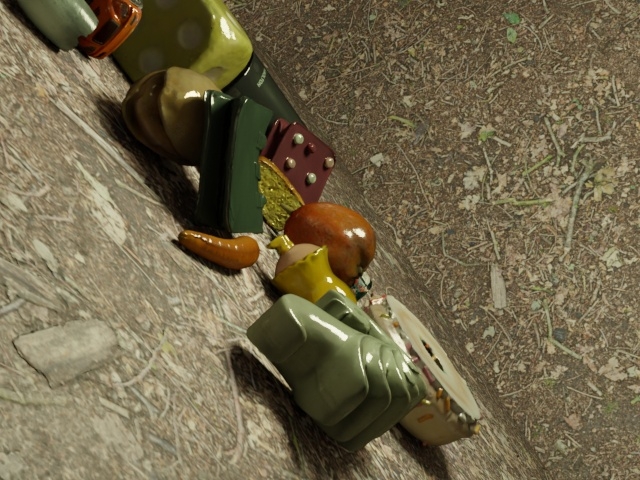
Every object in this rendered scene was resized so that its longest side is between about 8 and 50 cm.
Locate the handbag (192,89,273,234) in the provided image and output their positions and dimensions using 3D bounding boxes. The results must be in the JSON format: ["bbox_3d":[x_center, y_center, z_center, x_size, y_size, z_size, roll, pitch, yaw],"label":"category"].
[{"bbox_3d":[-0.153,-0.138,1.698,0.260,0.079,0.247,2,94,-79],"label":"handbag"}]

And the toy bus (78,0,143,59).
[{"bbox_3d":[-0.477,-0.504,1.738,0.329,0.143,0.153,57,21,19],"label":"toy bus"}]

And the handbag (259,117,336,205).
[{"bbox_3d":[-0.066,-0.165,2.234,0.074,0.216,0.203,11,-17,42],"label":"handbag"}]

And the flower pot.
[{"bbox_3d":[0.032,0.209,1.510,0.254,0.164,0.367,49,9,12],"label":"flower pot"}]

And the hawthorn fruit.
[{"bbox_3d":[0.000,0.000,2.062,0.251,0.199,0.199,39,6,15],"label":"hawthorn fruit"}]

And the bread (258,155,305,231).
[{"bbox_3d":[-0.113,-0.108,2.110,0.187,0.103,0.065,45,13,-30],"label":"bread"}]

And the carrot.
[{"bbox_3d":[-0.165,0.018,1.589,0.271,0.062,0.066,4,82,-72],"label":"carrot"}]

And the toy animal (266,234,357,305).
[{"bbox_3d":[-0.015,0.086,1.793,0.230,0.156,0.156,50,10,1],"label":"toy animal"}]

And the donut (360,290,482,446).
[{"bbox_3d":[0.197,0.290,2.030,0.382,0.142,0.382,50,9,-12],"label":"donut"}]

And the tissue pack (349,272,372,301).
[{"bbox_3d":[0.048,0.072,2.260,0.170,0.090,0.103,50,10,-5],"label":"tissue pack"}]

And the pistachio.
[{"bbox_3d":[-0.259,-0.228,1.708,0.293,0.162,0.181,13,71,-78],"label":"pistachio"}]

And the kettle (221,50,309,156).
[{"bbox_3d":[-0.156,-0.289,2.279,0.308,0.203,0.262,50,8,-34],"label":"kettle"}]

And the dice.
[{"bbox_3d":[-0.304,-0.432,1.970,0.233,0.238,0.227,53,9,7],"label":"dice"}]

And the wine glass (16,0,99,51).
[{"bbox_3d":[-0.447,-0.512,1.534,0.309,0.264,0.096,46,-4,-33],"label":"wine glass"}]
